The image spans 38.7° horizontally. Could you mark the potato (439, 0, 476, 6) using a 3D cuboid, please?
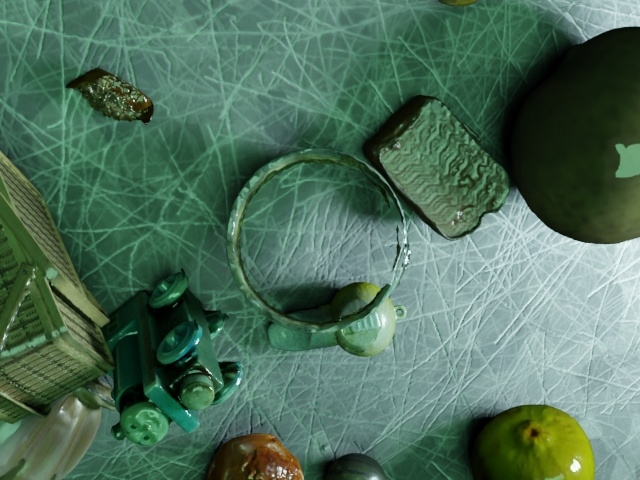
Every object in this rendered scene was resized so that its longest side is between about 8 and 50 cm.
[{"bbox_3d":[0.182,-0.417,1.353,0.171,0.080,0.107,26,88,-22],"label":"potato"}]

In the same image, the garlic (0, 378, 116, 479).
[{"bbox_3d":[-0.452,0.258,1.342,0.292,0.210,0.237,-36,144,-8],"label":"garlic"}]

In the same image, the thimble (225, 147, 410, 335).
[{"bbox_3d":[0.000,0.000,1.324,0.271,0.150,0.270,0,88,4],"label":"thimble"}]

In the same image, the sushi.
[{"bbox_3d":[-0.298,-0.203,1.297,0.120,0.052,0.055,30,79,-22],"label":"sushi"}]

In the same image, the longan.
[{"bbox_3d":[0.452,-0.159,1.393,0.288,0.288,0.350,38,86,-20],"label":"longan"}]

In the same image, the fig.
[{"bbox_3d":[0.354,0.395,1.552,0.207,0.207,0.230,1,137,-15],"label":"fig"}]

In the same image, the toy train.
[{"bbox_3d":[-0.225,0.168,1.282,0.194,0.298,0.120,-38,116,3],"label":"toy train"}]

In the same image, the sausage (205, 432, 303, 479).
[{"bbox_3d":[-0.118,0.438,1.450,0.141,0.153,0.267,11,101,-17],"label":"sausage"}]

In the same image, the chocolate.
[{"bbox_3d":[0.183,-0.112,1.423,0.148,0.093,0.214,-43,109,0],"label":"chocolate"}]

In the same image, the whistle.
[{"bbox_3d":[0.027,0.132,1.450,0.223,0.123,0.122,-12,107,8],"label":"whistle"}]

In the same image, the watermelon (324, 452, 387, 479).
[{"bbox_3d":[0.071,0.409,1.515,0.133,0.105,0.105,10,101,0],"label":"watermelon"}]

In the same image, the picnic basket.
[{"bbox_3d":[-0.404,0.058,1.178,0.175,0.228,0.312,-27,70,-6],"label":"picnic basket"}]
